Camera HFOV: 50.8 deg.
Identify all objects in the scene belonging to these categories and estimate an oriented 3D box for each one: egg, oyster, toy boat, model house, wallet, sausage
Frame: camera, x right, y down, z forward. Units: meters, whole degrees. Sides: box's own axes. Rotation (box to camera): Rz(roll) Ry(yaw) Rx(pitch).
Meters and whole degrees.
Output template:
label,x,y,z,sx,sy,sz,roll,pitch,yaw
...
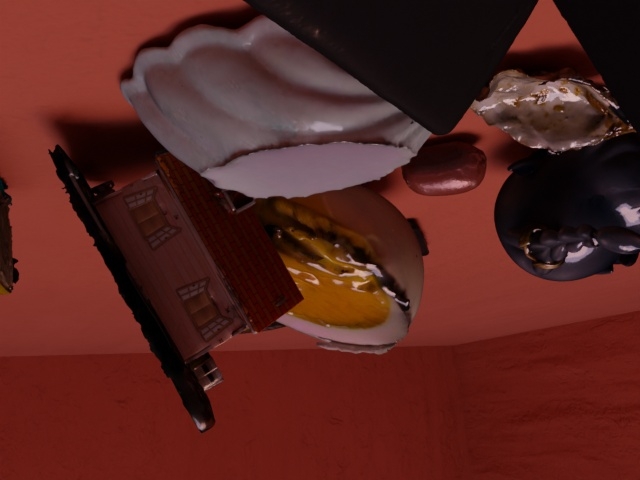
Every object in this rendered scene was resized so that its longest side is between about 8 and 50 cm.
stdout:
label,x,y,z,sx,sy,sz,roll,pitch,yaw
egg,-0.002,0.002,0.829,0.286,0.174,0.264,33,148,-24
oyster,0.213,-0.123,0.608,0.148,0.051,0.103,24,159,-2
toy boat,-0.021,-0.098,0.548,0.291,0.100,0.199,-9,166,20
model house,-0.131,0.019,0.693,0.154,0.293,0.207,-29,-179,-11
wallet,0.056,-0.144,0.390,0.124,0.025,0.244,-56,147,11
sausage,0.137,-0.080,0.749,0.094,0.058,0.054,-5,153,18

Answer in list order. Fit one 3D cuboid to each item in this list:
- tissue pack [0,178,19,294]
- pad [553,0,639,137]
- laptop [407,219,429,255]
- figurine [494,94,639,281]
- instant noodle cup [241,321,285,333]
label,x,y,z,sx,sy,sz,roll,pitch,yaw
tissue pack,-0.447,-0.016,0.638,0.271,0.133,0.192,-2,164,-15
pad,0.206,-0.129,0.287,0.005,0.202,0.300,-30,176,-13
laptop,0.102,0.007,1.145,0.154,0.026,0.207,-10,166,12
figurine,0.303,-0.049,0.725,0.197,0.175,0.265,-11,159,-11
instant noodle cup,-0.176,0.134,1.397,0.274,0.090,0.274,-5,166,-1
